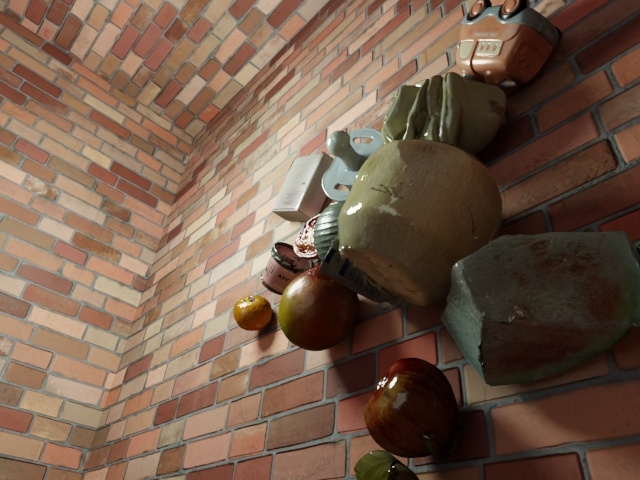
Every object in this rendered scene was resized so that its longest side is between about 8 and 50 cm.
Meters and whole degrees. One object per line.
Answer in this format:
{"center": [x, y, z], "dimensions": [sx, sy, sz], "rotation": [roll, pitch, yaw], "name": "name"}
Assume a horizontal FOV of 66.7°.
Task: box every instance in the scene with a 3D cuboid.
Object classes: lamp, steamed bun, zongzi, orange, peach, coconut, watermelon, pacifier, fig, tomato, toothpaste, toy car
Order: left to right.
{"center": [-0.233, 0.255, 1.685], "dimensions": [0.135, 0.118, 0.136], "rotation": [-14, 17, 4], "name": "orange"}
{"center": [-0.005, 0.188, 1.344], "dimensions": [0.231, 0.230, 0.231], "rotation": [-35, 38, 33], "name": "peach"}
{"center": [-0.002, -0.005, 1.624], "dimensions": [0.174, 0.082, 0.167], "rotation": [-7, 61, 47], "name": "tomato"}
{"center": [0.102, -0.270, 1.583], "dimensions": [0.238, 0.225, 0.287], "rotation": [13, 74, 38], "name": "pacifier"}
{"center": [0.094, -0.002, 1.350], "dimensions": [0.265, 0.233, 0.233], "rotation": [-9, 56, 48], "name": "lamp"}
{"center": [0.106, 0.091, 1.209], "dimensions": [0.061, 0.266, 0.096], "rotation": [15, 74, 55], "name": "toothpaste"}
{"center": [0.117, 0.440, 0.915], "dimensions": [0.114, 0.256, 0.228], "rotation": [-27, 26, -10], "name": "zongzi"}
{"center": [0.190, 0.342, 0.961], "dimensions": [0.205, 0.205, 0.205], "rotation": [-35, 38, 33], "name": "fig"}
{"center": [0.227, -0.057, 1.086], "dimensions": [0.346, 0.346, 0.361], "rotation": [8, 60, 57], "name": "coconut"}
{"center": [0.295, -0.309, 1.310], "dimensions": [0.310, 0.219, 0.324], "rotation": [-64, 28, 11], "name": "steamed bun"}
{"center": [0.481, -0.510, 1.307], "dimensions": [0.213, 0.180, 0.270], "rotation": [-64, 31, 9], "name": "toy car"}
{"center": [0.342, 0.103, 0.873], "dimensions": [0.387, 0.258, 0.229], "rotation": [-33, 36, 42], "name": "watermelon"}

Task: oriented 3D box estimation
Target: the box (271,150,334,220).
{"center": [-0.059, -0.202, 1.854], "dimensions": [0.203, 0.106, 0.252], "rotation": [3, 65, 55], "name": "box"}

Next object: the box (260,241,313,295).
{"center": [-0.122, 0.100, 1.645], "dimensions": [0.135, 0.151, 0.151], "rotation": [-56, 30, 19], "name": "box"}

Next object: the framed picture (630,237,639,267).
{"center": [0.615, 0.067, 0.750], "dimensions": [0.189, 0.023, 0.260], "rotation": [-35, 39, 38], "name": "framed picture"}
